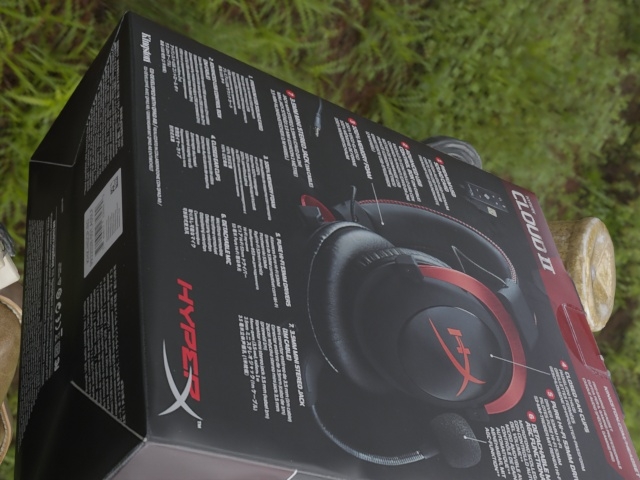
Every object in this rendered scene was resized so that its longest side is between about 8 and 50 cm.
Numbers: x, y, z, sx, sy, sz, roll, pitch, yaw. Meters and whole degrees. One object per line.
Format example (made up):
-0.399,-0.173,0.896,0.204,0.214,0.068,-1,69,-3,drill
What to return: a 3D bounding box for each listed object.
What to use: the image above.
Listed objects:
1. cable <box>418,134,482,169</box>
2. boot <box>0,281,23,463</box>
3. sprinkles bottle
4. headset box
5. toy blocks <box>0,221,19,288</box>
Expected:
0.000,0.000,0.823,0.287,0.072,0.139,-47,111,-9,cable
-0.335,0.166,0.895,0.115,0.112,0.305,-86,-163,-48,boot
0.137,0.037,1.112,0.121,0.355,0.121,4,86,-59,sprinkles bottle
0.018,0.051,0.471,0.293,0.218,0.110,19,132,-32,headset box
-0.359,-0.009,0.527,0.309,0.288,0.260,-30,110,-12,toy blocks
